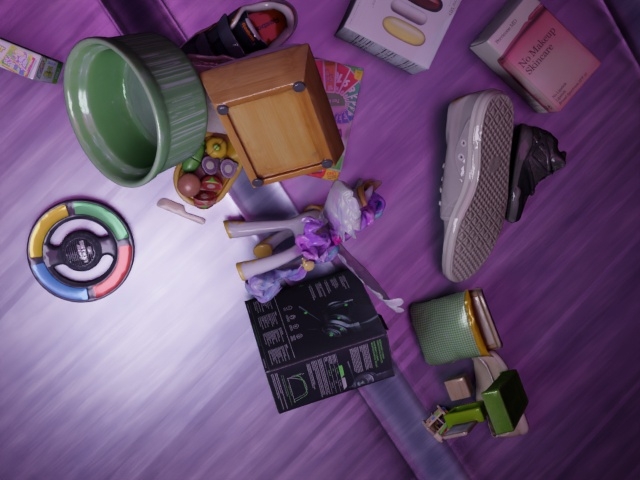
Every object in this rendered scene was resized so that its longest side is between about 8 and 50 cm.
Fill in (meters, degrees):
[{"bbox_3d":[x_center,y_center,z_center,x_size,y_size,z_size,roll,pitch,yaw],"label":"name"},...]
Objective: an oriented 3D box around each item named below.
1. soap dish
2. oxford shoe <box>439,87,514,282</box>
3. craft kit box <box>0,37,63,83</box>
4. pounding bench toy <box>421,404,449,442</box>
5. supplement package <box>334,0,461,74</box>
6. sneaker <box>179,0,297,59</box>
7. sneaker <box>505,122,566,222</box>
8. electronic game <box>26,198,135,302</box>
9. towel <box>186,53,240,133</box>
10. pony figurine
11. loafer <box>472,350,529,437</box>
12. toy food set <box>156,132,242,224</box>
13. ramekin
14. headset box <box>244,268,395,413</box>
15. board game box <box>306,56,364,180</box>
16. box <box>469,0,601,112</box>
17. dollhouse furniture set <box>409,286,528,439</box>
[{"bbox_3d":[-0.092,-0.247,1.735,0.229,0.118,0.291,-14,137,9],"label":"soap dish"},{"bbox_3d":[0.334,-0.125,1.908,0.169,0.130,0.449,-12,114,-39],"label":"oxford shoe"},{"bbox_3d":[-0.654,-0.383,1.667,0.250,0.246,0.061,21,93,-9],"label":"craft kit box"},{"bbox_3d":[0.287,0.434,1.985,0.065,0.083,0.052,-45,100,0],"label":"pounding bench toy"},{"bbox_3d":[0.169,-0.492,1.818,0.203,0.149,0.194,24,93,-9],"label":"supplement package"},{"bbox_3d":[-0.192,-0.415,1.791,0.321,0.127,0.126,-35,102,-1],"label":"sneaker"},{"bbox_3d":[0.495,-0.146,1.939,0.130,0.087,0.227,11,90,-3],"label":"sneaker"},{"bbox_3d":[-0.521,0.023,1.838,0.229,0.048,0.229,-1,97,-8],"label":"electronic game"},{"bbox_3d":[-0.179,-0.300,1.791,0.282,0.049,0.187,7,138,-14],"label":"towel"},{"bbox_3d":[0.000,0.000,1.773,0.363,0.351,0.303,-21,122,-3],"label":"pony figurine"},{"bbox_3d":[0.406,0.357,1.984,0.092,0.102,0.268,-28,101,-10],"label":"loafer"},{"bbox_3d":[-0.255,-0.138,1.842,0.128,0.071,0.218,30,92,-11],"label":"toy food set"},{"bbox_3d":[-0.367,-0.272,1.698,0.148,0.303,0.303,-29,103,-42],"label":"ramekin"},{"bbox_3d":[0.004,0.206,1.824,0.283,0.246,0.131,-18,126,-6],"label":"headset box"},{"bbox_3d":[0.008,-0.269,1.884,0.124,0.039,0.259,11,98,-8],"label":"board game box"},{"bbox_3d":[0.478,-0.415,1.882,0.232,0.127,0.148,40,91,-11],"label":"box"},{"bbox_3d":[0.307,0.275,1.876,0.197,0.151,0.301,-20,92,31],"label":"dollhouse furniture set"}]
